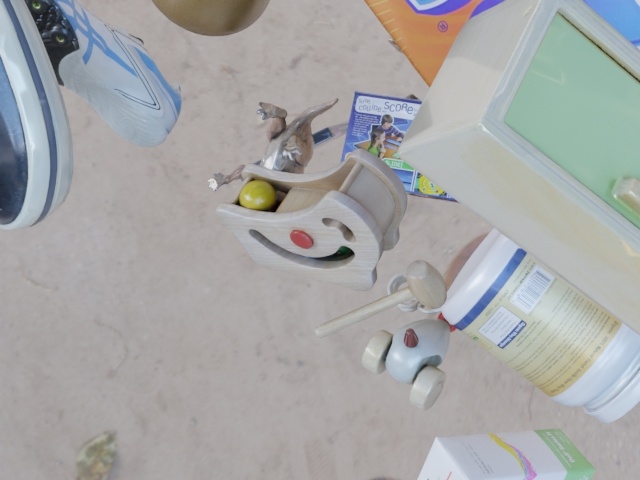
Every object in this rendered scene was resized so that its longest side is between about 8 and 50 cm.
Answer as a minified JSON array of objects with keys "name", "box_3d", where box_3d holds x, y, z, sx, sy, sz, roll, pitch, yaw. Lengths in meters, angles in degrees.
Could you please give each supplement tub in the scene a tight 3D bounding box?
[{"name":"supplement tub","box_3d":[0.377,0.118,1.543,0.316,0.228,0.228,37,104,3]}]

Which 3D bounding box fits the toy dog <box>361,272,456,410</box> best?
[{"name":"toy dog","box_3d":[0.215,0.152,1.846,0.220,0.333,0.161,15,138,8]}]

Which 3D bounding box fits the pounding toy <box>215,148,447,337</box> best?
[{"name":"pounding toy","box_3d":[0.000,0.000,1.059,0.270,0.154,0.154,12,144,28]}]

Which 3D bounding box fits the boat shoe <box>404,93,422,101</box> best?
[{"name":"boat shoe","box_3d":[0.125,-0.141,1.572,0.072,0.068,0.190,33,87,-11]}]

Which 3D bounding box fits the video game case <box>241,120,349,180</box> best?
[{"name":"video game case","box_3d":[-0.040,-0.182,1.932,0.196,0.274,0.026,-25,93,15]}]

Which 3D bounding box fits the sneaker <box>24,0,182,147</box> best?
[{"name":"sneaker","box_3d":[-0.217,-0.181,0.922,0.085,0.237,0.086,-6,58,29]}]

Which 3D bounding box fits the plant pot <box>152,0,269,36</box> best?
[{"name":"plant pot","box_3d":[-0.151,-0.482,1.560,0.237,0.254,0.237,3,81,-20]}]

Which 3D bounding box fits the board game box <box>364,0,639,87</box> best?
[{"name":"board game box","box_3d":[0.263,-0.276,0.742,0.356,0.356,0.356,-39,86,38]}]

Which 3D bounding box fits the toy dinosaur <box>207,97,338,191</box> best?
[{"name":"toy dinosaur","box_3d":[-0.061,-0.133,1.702,0.127,0.200,0.295,35,100,21]}]

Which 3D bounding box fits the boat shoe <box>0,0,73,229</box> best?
[{"name":"boat shoe","box_3d":[-0.341,-0.195,0.574,0.500,0.156,0.187,52,141,-7]}]

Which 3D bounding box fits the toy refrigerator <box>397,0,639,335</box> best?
[{"name":"toy refrigerator","box_3d":[0.189,-0.023,0.569,0.269,0.094,0.102,35,71,-19]}]

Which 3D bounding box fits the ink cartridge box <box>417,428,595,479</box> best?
[{"name":"ink cartridge box","box_3d":[0.281,0.450,1.716,0.119,0.354,0.207,54,134,49]}]

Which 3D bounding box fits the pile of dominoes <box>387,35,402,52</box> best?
[{"name":"pile of dominoes","box_3d":[0.235,-0.287,1.569,0.251,0.196,0.040,5,80,54]}]

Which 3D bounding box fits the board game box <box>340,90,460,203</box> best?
[{"name":"board game box","box_3d":[0.136,-0.133,1.401,0.201,0.035,0.136,11,84,10]}]
